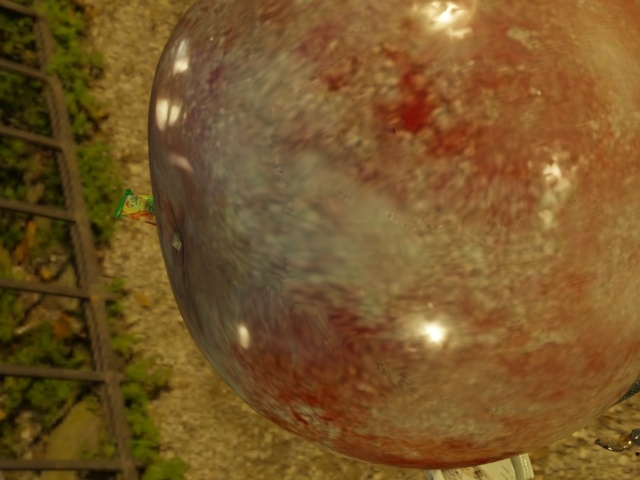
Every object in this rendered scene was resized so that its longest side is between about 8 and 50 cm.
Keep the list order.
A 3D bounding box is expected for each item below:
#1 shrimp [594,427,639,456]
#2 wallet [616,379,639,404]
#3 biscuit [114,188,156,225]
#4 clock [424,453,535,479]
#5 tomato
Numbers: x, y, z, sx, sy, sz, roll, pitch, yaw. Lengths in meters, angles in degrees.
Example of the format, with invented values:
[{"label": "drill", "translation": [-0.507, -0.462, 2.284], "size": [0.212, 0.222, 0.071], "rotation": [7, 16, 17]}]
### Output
[{"label": "shrimp", "translation": [0.380, 0.234, 1.047], "size": [0.059, 0.254, 0.145], "rotation": [-163, 72, -81]}, {"label": "wallet", "translation": [0.352, 0.165, 1.370], "size": [0.088, 0.129, 0.026], "rotation": [49, 142, 33]}, {"label": "biscuit", "translation": [-0.235, -0.041, 1.509], "size": [0.016, 0.089, 0.046], "rotation": [-99, 26, -82]}, {"label": "clock", "translation": [0.203, 0.300, 1.495], "size": [0.053, 0.236, 0.236], "rotation": [-34, 60, 32]}, {"label": "tomato", "translation": [0.053, -0.032, 0.602], "size": [0.316, 0.283, 0.316], "rotation": [46, 143, 50]}]
